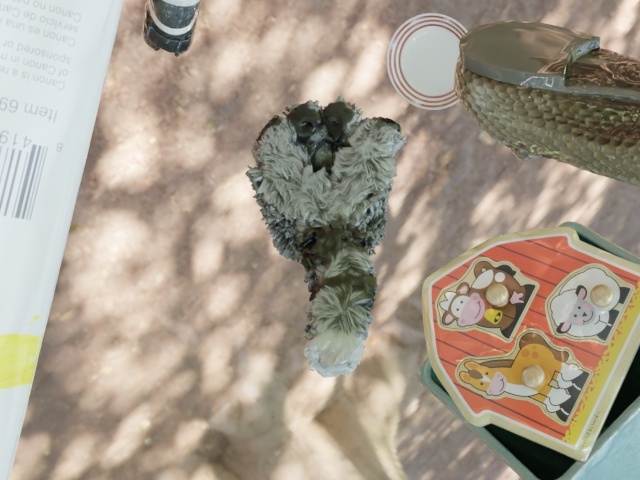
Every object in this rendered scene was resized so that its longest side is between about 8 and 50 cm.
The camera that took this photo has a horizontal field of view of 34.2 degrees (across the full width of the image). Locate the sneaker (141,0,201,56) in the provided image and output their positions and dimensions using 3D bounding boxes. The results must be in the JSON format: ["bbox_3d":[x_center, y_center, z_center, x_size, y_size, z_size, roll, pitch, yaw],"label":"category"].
[{"bbox_3d":[-0.182,-0.305,1.257,0.079,0.217,0.121,11,131,-11],"label":"sneaker"}]

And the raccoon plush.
[{"bbox_3d":[0.000,0.000,1.545,0.299,0.216,0.446,77,24,-71],"label":"raccoon plush"}]

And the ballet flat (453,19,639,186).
[{"bbox_3d":[0.168,-0.038,0.456,0.084,0.250,0.058,-40,140,-41],"label":"ballet flat"}]

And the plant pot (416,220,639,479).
[{"bbox_3d":[0.308,0.178,1.111,0.247,0.248,0.252,-45,125,-3],"label":"plant pot"}]

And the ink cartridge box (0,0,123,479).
[{"bbox_3d":[-0.295,0.010,0.532,0.279,0.160,0.384,12,95,-37],"label":"ink cartridge box"}]

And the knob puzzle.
[{"bbox_3d":[0.169,0.069,0.887,0.213,0.213,0.030,-46,148,0],"label":"knob puzzle"}]

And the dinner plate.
[{"bbox_3d":[0.165,-0.264,1.532,0.141,0.141,0.017,-60,166,28],"label":"dinner plate"}]
